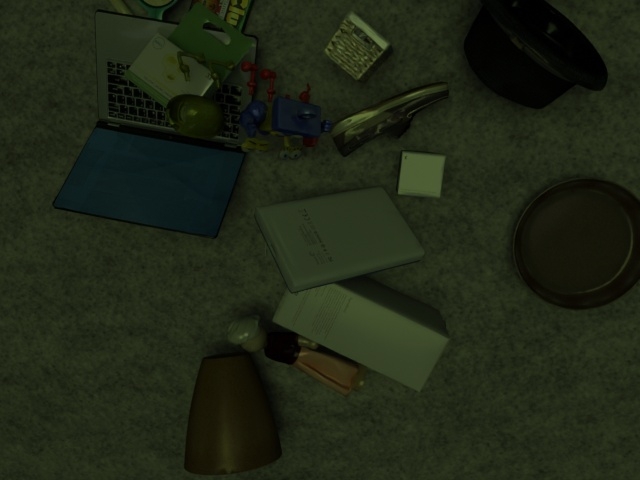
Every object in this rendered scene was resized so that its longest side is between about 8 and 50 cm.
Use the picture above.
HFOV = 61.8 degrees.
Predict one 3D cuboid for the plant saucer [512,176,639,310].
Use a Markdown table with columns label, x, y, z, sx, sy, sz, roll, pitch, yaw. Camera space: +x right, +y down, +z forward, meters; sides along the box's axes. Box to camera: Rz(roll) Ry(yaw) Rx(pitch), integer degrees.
| label | x | y | z | sx | sy | sz | roll | pitch | yaw |
| --- | --- | --- | --- | --- | --- | --- | --- | --- | --- |
| plant saucer | 0.602 | 0.007 | 1.245 | 0.311 | 0.050 | 0.310 | 1 | 100 | 6 |

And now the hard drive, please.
| label | x | y | z | sx | sy | sz | roll | pitch | yaw |
| --- | --- | --- | --- | --- | --- | --- | --- | --- | --- |
| hard drive | 0.043 | -0.012 | 1.163 | 0.319 | 0.040 | 0.210 | -12 | 56 | -27 |

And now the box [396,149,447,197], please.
| label | x | y | z | sx | sy | sz | roll | pitch | yaw |
| --- | --- | --- | --- | --- | --- | --- | --- | --- | --- |
| box | 0.230 | -0.154 | 1.234 | 0.101 | 0.087 | 0.101 | 6 | 100 | 5 |

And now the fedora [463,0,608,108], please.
| label | x | y | z | sx | sy | sz | roll | pitch | yaw |
| --- | --- | --- | --- | --- | --- | --- | --- | --- | --- |
| fedora | 0.424 | -0.392 | 1.120 | 0.334 | 0.334 | 0.152 | 38 | 134 | -2 |

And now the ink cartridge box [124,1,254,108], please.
| label | x | y | z | sx | sy | sz | roll | pitch | yaw |
| --- | --- | --- | --- | --- | --- | --- | --- | --- | --- |
| ink cartridge box | -0.283 | -0.393 | 1.162 | 0.171 | 0.056 | 0.235 | 37 | 91 | 5 |

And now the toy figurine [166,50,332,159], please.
| label | x | y | z | sx | sy | sz | roll | pitch | yaw |
| --- | --- | --- | --- | --- | --- | --- | --- | --- | --- |
| toy figurine | -0.099 | -0.278 | 1.093 | 0.363 | 0.217 | 0.191 | 6 | 93 | -39 |

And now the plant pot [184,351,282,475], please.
| label | x | y | z | sx | sy | sz | roll | pitch | yaw |
| --- | --- | --- | --- | --- | --- | --- | --- | --- | --- |
| plant pot | -0.226 | 0.413 | 1.325 | 0.237 | 0.237 | 0.254 | -7 | 84 | 7 |

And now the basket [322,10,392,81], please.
| label | x | y | z | sx | sy | sz | roll | pitch | yaw |
| --- | --- | --- | --- | --- | --- | --- | --- | --- | --- |
| basket | 0.084 | -0.414 | 1.169 | 0.113 | 0.167 | 0.103 | 40 | 107 | -1 |

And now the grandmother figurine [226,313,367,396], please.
| label | x | y | z | sx | sy | sz | roll | pitch | yaw |
| --- | --- | --- | --- | --- | --- | --- | --- | --- | --- |
| grandmother figurine | -0.060 | 0.272 | 1.287 | 0.343 | 0.104 | 0.207 | 24 | 138 | -9 |

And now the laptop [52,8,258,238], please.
| label | x | y | z | sx | sy | sz | roll | pitch | yaw |
| --- | --- | --- | --- | --- | --- | --- | --- | --- | --- |
| laptop | -0.367 | -0.265 | 1.193 | 0.382 | 0.236 | 0.407 | 11 | 115 | 3 |

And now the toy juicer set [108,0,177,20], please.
| label | x | y | z | sx | sy | sz | roll | pitch | yaw |
| --- | --- | --- | --- | --- | --- | --- | --- | --- | --- |
| toy juicer set | -0.398 | -0.607 | 1.207 | 0.209 | 0.089 | 0.329 | 35 | 108 | 1 |

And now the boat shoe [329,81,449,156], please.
| label | x | y | z | sx | sy | sz | roll | pitch | yaw |
| --- | --- | --- | --- | --- | --- | --- | --- | --- | --- |
| boat shoe | 0.160 | -0.275 | 1.219 | 0.285 | 0.103 | 0.092 | -20 | 102 | 12 |

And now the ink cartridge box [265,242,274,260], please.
| label | x | y | z | sx | sy | sz | roll | pitch | yaw |
| --- | --- | --- | --- | --- | --- | --- | --- | --- | --- |
| ink cartridge box | 0.000 | 0.000 | 1.236 | 0.225 | 0.181 | 0.056 | 3 | 111 | 6 |

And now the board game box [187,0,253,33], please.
| label | x | y | z | sx | sy | sz | roll | pitch | yaw |
| --- | --- | --- | --- | --- | --- | --- | --- | --- | --- |
| board game box | -0.235 | -0.533 | 1.247 | 0.136 | 0.030 | 0.259 | 20 | 101 | 0 |

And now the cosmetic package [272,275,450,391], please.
| label | x | y | z | sx | sy | sz | roll | pitch | yaw |
| --- | --- | --- | --- | --- | --- | --- | --- | --- | --- |
| cosmetic package | 0.096 | 0.176 | 1.251 | 0.366 | 0.197 | 0.155 | 27 | 101 | 2 |
